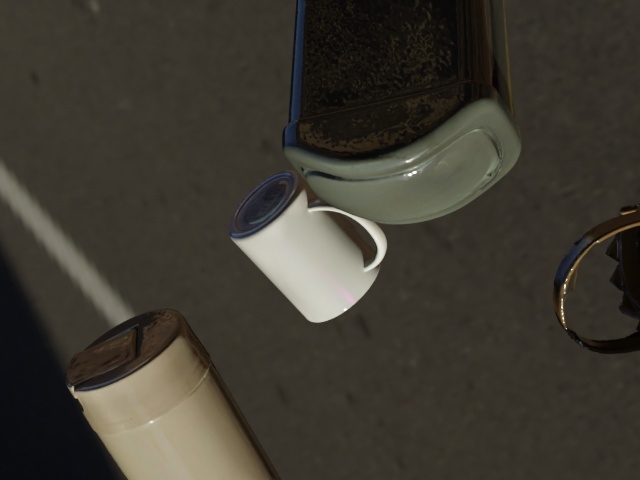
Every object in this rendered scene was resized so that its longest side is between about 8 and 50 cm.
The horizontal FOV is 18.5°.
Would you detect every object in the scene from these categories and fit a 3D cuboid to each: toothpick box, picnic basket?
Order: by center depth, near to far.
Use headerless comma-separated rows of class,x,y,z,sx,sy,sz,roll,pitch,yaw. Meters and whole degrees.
toothpick box,-0.116,0.155,1.594,0.111,0.111,0.181,10,134,58
picnic basket,0.278,0.032,1.638,0.138,0.178,0.128,-135,39,-58

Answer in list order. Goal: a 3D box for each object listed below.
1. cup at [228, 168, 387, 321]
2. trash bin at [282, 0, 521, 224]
cup,-0.002,-0.004,1.976,0.133,0.136,0.099,47,-160,-24
trash bin,0.063,-0.131,1.550,0.101,0.176,0.236,48,-145,-52
